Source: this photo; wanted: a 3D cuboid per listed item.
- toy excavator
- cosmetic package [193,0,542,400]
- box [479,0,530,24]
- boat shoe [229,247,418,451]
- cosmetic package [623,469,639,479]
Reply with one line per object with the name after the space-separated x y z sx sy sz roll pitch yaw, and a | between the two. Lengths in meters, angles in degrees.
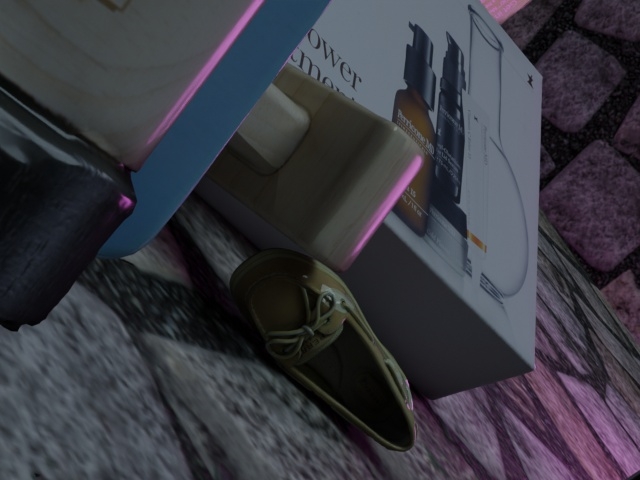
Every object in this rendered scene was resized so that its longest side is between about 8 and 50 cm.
-0.095 -0.117 0.622 0.433 0.222 0.445 36 1 -17 | toy excavator
0.021 -0.108 1.061 0.377 0.097 0.284 42 39 -38 | cosmetic package
0.012 -0.230 1.316 0.322 0.232 0.058 40 18 -48 | box
0.006 0.063 0.868 0.153 0.056 0.048 52 5 -36 | boat shoe
0.330 0.275 1.228 0.296 0.153 0.129 40 18 -49 | cosmetic package
